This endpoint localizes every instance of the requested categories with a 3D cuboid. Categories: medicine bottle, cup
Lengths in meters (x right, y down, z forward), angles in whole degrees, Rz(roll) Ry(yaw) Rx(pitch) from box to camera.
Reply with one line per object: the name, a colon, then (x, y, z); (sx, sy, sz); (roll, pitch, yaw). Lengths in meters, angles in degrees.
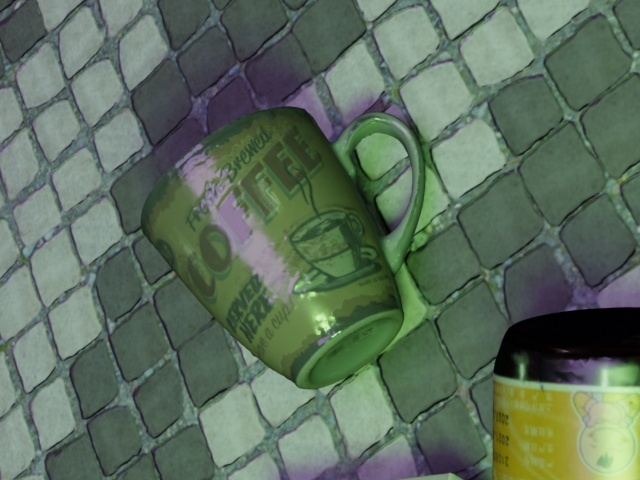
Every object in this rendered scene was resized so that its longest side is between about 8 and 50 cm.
medicine bottle: (0.276, 0.267, 1.536); (0.242, 0.242, 0.395); (-1, 95, 38)
cup: (0.000, 0.000, 1.842); (0.301, 0.227, 0.257); (-35, 72, -5)

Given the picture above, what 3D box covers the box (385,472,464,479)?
box: (0.050, 0.354, 1.735); (0.252, 0.106, 0.203); (-13, 56, 39)
